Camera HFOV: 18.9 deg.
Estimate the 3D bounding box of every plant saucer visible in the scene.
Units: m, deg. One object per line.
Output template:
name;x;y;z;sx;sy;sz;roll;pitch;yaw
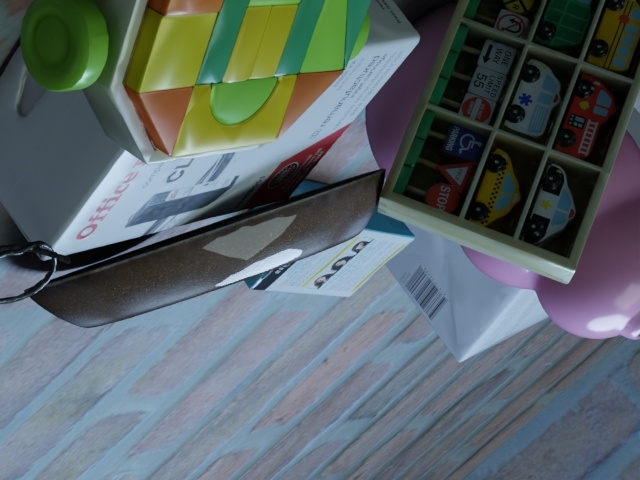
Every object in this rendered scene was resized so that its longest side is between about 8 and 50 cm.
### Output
plant saucer;-0.087;0.011;1.573;0.310;0.050;0.310;-20;-178;1

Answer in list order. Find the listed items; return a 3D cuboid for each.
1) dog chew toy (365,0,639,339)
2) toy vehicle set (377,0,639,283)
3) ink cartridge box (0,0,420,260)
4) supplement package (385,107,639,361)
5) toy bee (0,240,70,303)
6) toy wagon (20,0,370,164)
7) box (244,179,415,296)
dog chew toy;0.188;-0.054;1.683;0.206;0.332;0.206;-33;161;-13
toy vehicle set;0.169;-0.113;1.576;0.035;0.166;0.267;97;14;-68
ink cartridge box;-0.090;-0.108;1.377;0.273;0.114;0.197;-15;153;-49
supplement package;0.237;-0.025;2.104;0.293;0.177;0.175;-23;158;-36
toy bee;-0.258;0.020;1.157;0.298;0.162;0.195;4;131;-32
toy wagon;-0.033;-0.209;1.131;0.267;0.068;0.344;-13;130;-51
box;0.000;0.000;1.908;0.100;0.060;0.244;-42;162;15
